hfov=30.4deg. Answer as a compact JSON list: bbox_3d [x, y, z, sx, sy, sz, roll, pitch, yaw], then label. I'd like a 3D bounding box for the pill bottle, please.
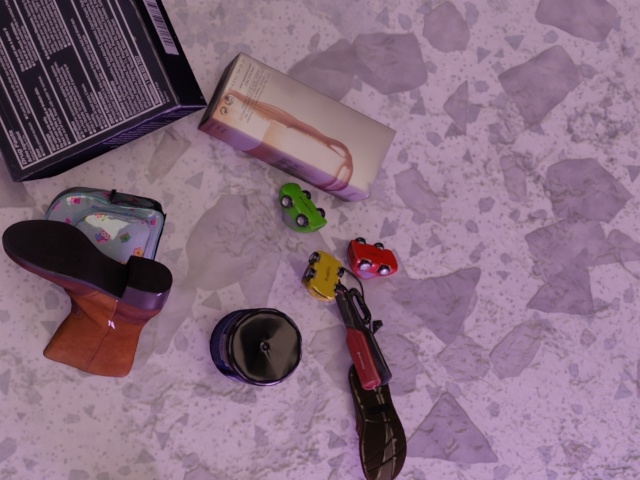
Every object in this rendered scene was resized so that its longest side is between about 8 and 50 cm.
[{"bbox_3d":[-0.112,0.171,1.904,0.122,0.219,0.123,1,86,-16],"label":"pill bottle"}]

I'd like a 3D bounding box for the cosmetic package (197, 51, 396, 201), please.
[{"bbox_3d":[-0.043,-0.186,1.987,0.296,0.153,0.129,25,81,-11],"label":"cosmetic package"}]

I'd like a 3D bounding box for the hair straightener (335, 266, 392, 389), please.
[{"bbox_3d":[0.066,0.145,2.040,0.089,0.047,0.231,-4,65,-56],"label":"hair straightener"}]

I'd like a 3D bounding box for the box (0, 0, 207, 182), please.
[{"bbox_3d":[-0.381,-0.284,1.834,0.294,0.183,0.296,-23,92,10],"label":"box"}]

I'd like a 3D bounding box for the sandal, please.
[{"bbox_3d":[0.089,0.316,2.038,0.090,0.060,0.219,-9,74,-22],"label":"sandal"}]

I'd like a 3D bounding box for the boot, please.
[{"bbox_3d":[-0.385,0.096,1.827,0.264,0.280,0.096,14,52,-19],"label":"boot"}]

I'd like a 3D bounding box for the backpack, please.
[{"bbox_3d":[-0.357,0.000,1.884,0.188,0.144,0.166,16,103,-5],"label":"backpack"}]

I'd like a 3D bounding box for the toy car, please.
[{"bbox_3d":[0.000,0.000,2.012,0.225,0.053,0.239,52,36,13],"label":"toy car"}]
